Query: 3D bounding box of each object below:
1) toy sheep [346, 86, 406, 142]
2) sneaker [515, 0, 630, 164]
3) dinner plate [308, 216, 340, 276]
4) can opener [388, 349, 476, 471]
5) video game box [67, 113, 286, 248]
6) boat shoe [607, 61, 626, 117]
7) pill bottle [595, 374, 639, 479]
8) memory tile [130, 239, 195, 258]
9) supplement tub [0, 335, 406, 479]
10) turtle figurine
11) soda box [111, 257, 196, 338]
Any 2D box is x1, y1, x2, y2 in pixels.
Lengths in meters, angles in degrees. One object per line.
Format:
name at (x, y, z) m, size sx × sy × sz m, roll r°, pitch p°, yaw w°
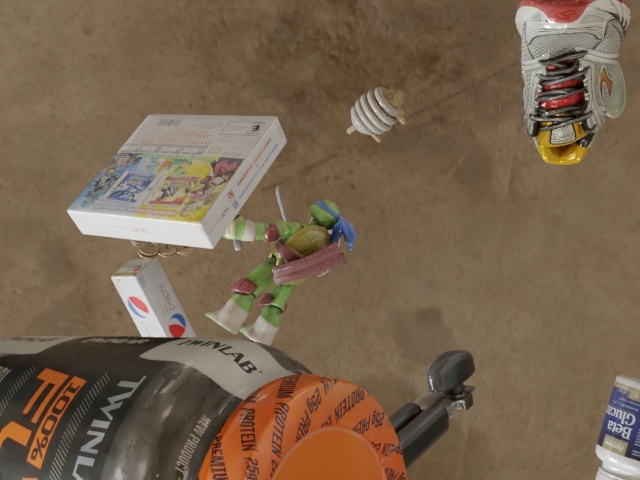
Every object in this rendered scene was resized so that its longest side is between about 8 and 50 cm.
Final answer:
toy sheep at (0.102, -0.234, 1.594) m, size 0.132 × 0.091 × 0.091 m, roll -37°, pitch 64°, yaw 23°
sneaker at (0.210, -0.130, 0.716) m, size 0.088 × 0.225 × 0.093 m, roll 2°, pitch 74°, yaw 19°
dinner plate at (0.000, 0.000, 1.693) m, size 0.017 × 0.141 × 0.141 m, roll 10°, pitch 68°, yaw 29°
can opener at (0.131, 0.229, 1.157) m, size 0.074 × 0.280 × 0.093 m, roll -8°, pitch 101°, yaw 32°
video game box at (-0.168, -0.077, 1.024) m, size 0.205 × 0.048 × 0.187 m, roll 6°, pitch 46°, yaw 31°
boat shoe at (0.445, -0.304, 1.465) m, size 0.081 × 0.228 × 0.068 m, roll -46°, pitch 25°, yaw -23°
pill bottle at (0.470, 0.295, 1.297) m, size 0.094 × 0.094 × 0.169 m, roll 16°, pitch 89°, yaw 14°
memory tile at (-0.308, -0.016, 1.611) m, size 0.113 × 0.012 × 0.148 m, roll -4°, pitch 39°, yaw -33°
supplement tub at (-0.123, 0.170, 0.595) m, size 0.338 × 0.207 × 0.207 m, roll -5°, pitch 63°, yaw 39°
turtle figurine at (-0.098, 0.024, 1.460) m, size 0.274 × 0.198 × 0.266 m, roll 30°, pitch 87°, yaw 8°
soda box at (-0.320, 0.140, 1.683) m, size 0.073 × 0.216 × 0.069 m, roll -3°, pitch 30°, yaw 36°
